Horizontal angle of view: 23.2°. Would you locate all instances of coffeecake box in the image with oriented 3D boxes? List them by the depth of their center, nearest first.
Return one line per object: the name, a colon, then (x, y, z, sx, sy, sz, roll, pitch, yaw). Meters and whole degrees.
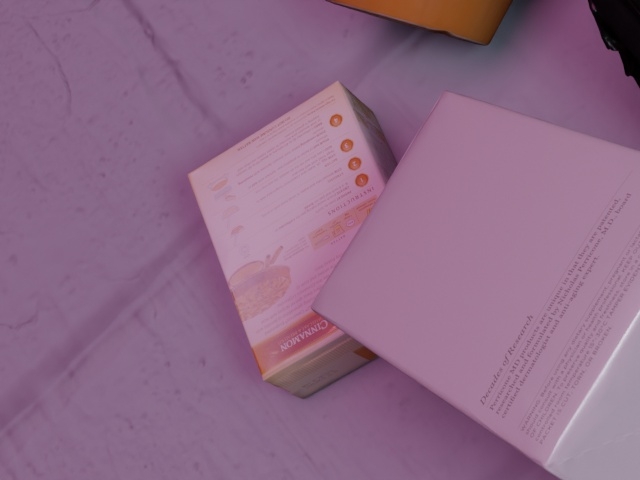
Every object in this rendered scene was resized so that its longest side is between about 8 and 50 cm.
coffeecake box: (0.000, 0.000, 1.160, 0.142, 0.068, 0.185, -30, 61, 16)

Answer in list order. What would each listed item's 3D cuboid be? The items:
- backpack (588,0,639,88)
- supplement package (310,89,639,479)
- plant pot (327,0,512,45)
backpack: (0.313, -0.121, 0.932, 0.355, 0.290, 0.273, 28, 82, 39)
supplement package: (0.158, 0.045, 0.930, 0.175, 0.177, 0.293, -59, 29, -1)
plant pot: (0.088, -0.249, 1.139, 0.205, 0.205, 0.188, 20, 99, 32)
